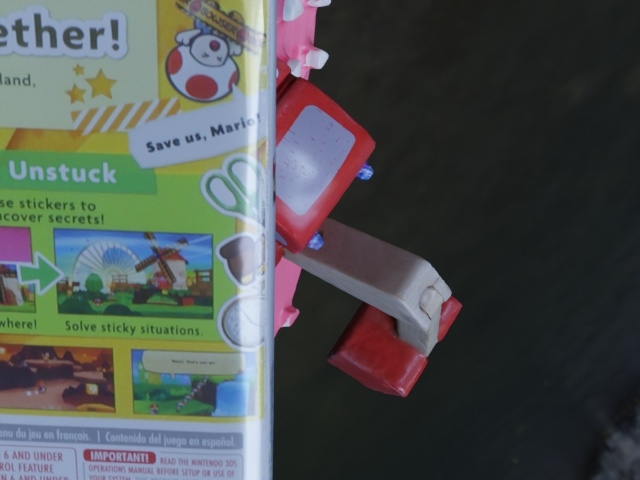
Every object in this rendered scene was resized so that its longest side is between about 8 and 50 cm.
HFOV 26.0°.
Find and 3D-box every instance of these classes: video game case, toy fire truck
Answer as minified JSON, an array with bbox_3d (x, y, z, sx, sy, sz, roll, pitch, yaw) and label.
[{"bbox_3d":[-0.125,0.018,0.361,0.227,0.026,0.206,2,115,2],"label":"video game case"},{"bbox_3d":[0.000,0.000,0.505,0.047,0.135,0.192,-56,-177,-11],"label":"toy fire truck"}]

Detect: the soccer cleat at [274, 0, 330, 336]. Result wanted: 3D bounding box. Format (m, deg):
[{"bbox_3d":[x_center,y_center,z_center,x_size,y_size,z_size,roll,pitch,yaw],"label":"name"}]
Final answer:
[{"bbox_3d":[-0.052,-0.045,0.793,0.083,0.095,0.248,-31,132,-57],"label":"soccer cleat"}]
